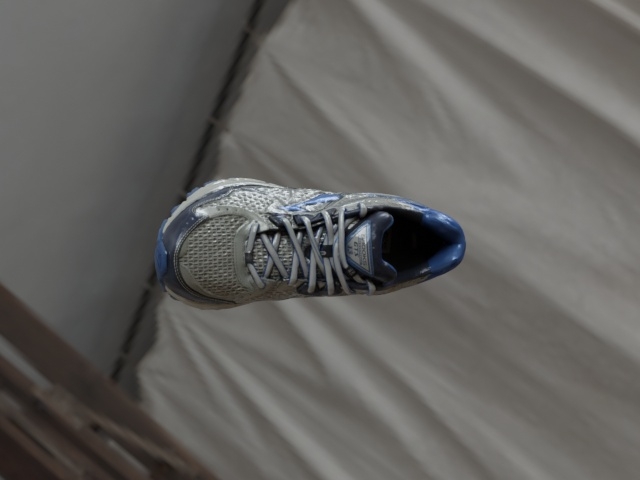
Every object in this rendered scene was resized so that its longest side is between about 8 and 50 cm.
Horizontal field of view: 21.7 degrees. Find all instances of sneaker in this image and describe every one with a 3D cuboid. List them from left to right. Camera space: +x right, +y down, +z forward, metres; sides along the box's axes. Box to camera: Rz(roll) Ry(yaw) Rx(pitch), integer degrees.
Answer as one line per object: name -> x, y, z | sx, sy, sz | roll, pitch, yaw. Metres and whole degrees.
sneaker -> 0.000, 0.000, 0.654 | 0.135, 0.058, 0.052 | -7, -84, -35
